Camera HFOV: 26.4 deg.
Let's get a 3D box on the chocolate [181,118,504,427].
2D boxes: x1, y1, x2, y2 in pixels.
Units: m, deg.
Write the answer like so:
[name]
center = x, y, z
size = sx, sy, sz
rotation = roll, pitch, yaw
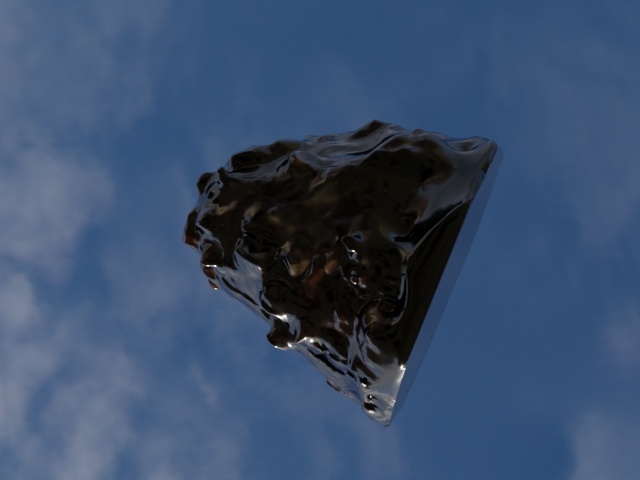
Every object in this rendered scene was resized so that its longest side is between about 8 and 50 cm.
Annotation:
[chocolate]
center = 0.000, 0.000, 0.644
size = 0.133, 0.156, 0.156
rotation = 20, -88, 9
